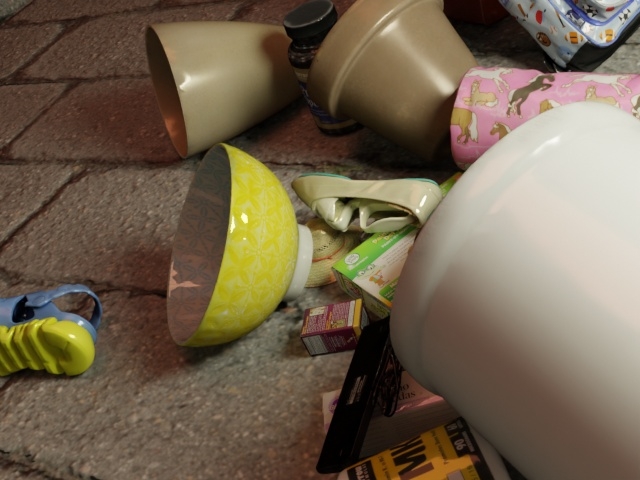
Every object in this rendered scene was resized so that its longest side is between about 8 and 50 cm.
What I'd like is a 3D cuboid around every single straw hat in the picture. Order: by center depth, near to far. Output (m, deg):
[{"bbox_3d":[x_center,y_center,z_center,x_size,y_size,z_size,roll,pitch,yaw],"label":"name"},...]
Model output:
[{"bbox_3d":[0.000,0.000,1.383,0.144,0.061,0.144,-16,37,12],"label":"straw hat"}]

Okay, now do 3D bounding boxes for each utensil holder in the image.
[{"bbox_3d":[0.302,0.114,0.780,0.327,0.327,0.385,-35,51,-13],"label":"utensil holder"}]

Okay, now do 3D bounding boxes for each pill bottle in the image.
[{"bbox_3d":[0.088,0.268,0.934,0.208,0.119,0.119,-25,35,1],"label":"pill bottle"},{"bbox_3d":[0.015,-0.307,1.630,0.123,0.219,0.123,-16,36,12],"label":"pill bottle"}]

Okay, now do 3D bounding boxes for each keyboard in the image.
[{"bbox_3d":[0.059,0.173,1.028,0.100,0.038,0.192,-30,33,53],"label":"keyboard"}]

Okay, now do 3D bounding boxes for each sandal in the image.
[{"bbox_3d":[-0.468,0.134,1.455,0.317,0.126,0.138,2,39,21],"label":"sandal"}]

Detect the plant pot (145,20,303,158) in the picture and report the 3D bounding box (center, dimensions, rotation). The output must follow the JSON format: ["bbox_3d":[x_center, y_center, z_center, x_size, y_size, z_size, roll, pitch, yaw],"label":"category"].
[{"bbox_3d":[-0.166,-0.313,1.764,0.274,0.256,0.256,-17,33,-17],"label":"plant pot"}]

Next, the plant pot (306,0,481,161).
[{"bbox_3d":[0.144,-0.248,1.453,0.263,0.263,0.229,-39,74,-18],"label":"plant pot"}]

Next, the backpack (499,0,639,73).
[{"bbox_3d":[0.416,-0.439,1.505,0.263,0.213,0.276,41,66,14],"label":"backpack"}]

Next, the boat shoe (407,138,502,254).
[{"bbox_3d":[0.176,0.018,1.140,0.123,0.123,0.342,-31,27,50],"label":"boat shoe"}]

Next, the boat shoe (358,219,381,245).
[{"bbox_3d":[0.100,-0.023,1.366,0.046,0.038,0.125,18,49,43],"label":"boat shoe"}]

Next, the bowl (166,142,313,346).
[{"bbox_3d":[-0.103,0.018,1.311,0.156,0.289,0.289,12,29,-21],"label":"bowl"}]

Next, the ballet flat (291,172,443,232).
[{"bbox_3d":[0.054,-0.050,1.320,0.248,0.086,0.086,2,44,34],"label":"ballet flat"}]

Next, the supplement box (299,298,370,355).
[{"bbox_3d":[0.020,0.117,1.234,0.083,0.043,0.055,-11,38,18],"label":"supplement box"}]

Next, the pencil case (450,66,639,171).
[{"bbox_3d":[0.370,-0.157,1.230,0.386,0.160,0.167,5,45,32],"label":"pencil case"}]

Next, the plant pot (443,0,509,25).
[{"bbox_3d":[0.317,-0.574,1.779,0.267,0.267,0.236,-29,48,-6],"label":"plant pot"}]

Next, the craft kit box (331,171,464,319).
[{"bbox_3d":[0.180,0.027,1.246,0.250,0.061,0.246,-36,39,-15],"label":"craft kit box"}]

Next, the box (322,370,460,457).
[{"bbox_3d":[0.164,0.174,1.056,0.324,0.067,0.063,-18,37,11],"label":"box"}]
